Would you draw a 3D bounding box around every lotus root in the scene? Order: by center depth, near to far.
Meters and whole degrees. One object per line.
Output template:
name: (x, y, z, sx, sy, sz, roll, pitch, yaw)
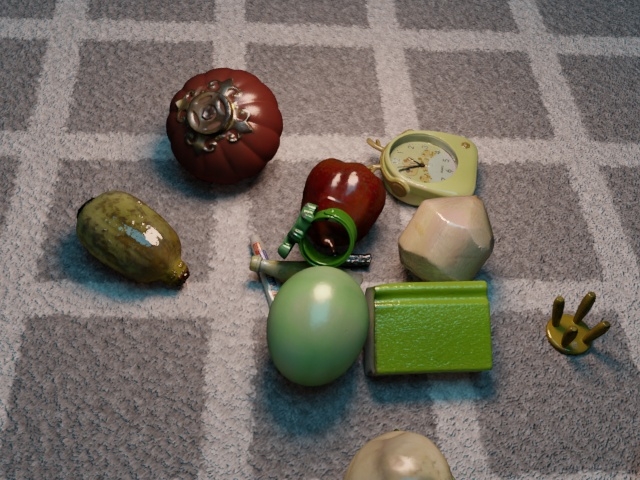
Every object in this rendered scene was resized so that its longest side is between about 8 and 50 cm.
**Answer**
lotus root: (-0.436, -0.001, 1.883, 0.309, 0.173, 0.173, 32, 55, 10)

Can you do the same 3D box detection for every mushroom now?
mushroom: (0.143, 0.518, 1.462, 0.315, 0.356, 0.315, -13, 53, 17)

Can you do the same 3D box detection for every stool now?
stool: (0.593, 0.194, 1.859, 0.135, 0.110, 0.134, 31, 54, 16)

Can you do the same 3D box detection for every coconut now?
coconut: (0.307, -0.004, 1.903, 0.224, 0.224, 0.234, 29, 86, 16)

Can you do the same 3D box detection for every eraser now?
eraser: (0.237, 0.196, 1.788, 0.274, 0.092, 0.210, 1, 79, -6)

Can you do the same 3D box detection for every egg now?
egg: (-0.007, 0.184, 1.732, 0.220, 0.220, 0.270, 18, 62, 9)

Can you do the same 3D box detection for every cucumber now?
cucumber: (0.044, 0.047, 1.964, 0.163, 0.039, 0.043, 0, 30, -8)

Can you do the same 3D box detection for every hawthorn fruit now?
hawthorn fruit: (0.046, -0.075, 1.962, 0.208, 0.208, 0.248, 16, 59, 7)

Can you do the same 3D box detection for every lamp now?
lamp: (-0.246, -0.293, 2.058, 0.303, 0.257, 0.303, -1, 84, 11)

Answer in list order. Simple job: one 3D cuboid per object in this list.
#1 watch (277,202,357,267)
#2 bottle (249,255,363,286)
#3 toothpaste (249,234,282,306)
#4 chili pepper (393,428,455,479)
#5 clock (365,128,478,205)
watch: (0.000, 0.000, 1.850, 0.152, 0.165, 0.131, 30, 16, -2)
bottle: (-0.035, 0.083, 1.888, 0.269, 0.083, 0.083, 15, 51, -1)
toothpaste: (-0.127, 0.079, 1.927, 0.052, 0.033, 0.218, -16, 59, -13)
chili pepper: (0.221, 0.464, 1.642, 0.201, 0.050, 0.052, 43, 98, 29)
clock: (0.264, -0.194, 2.144, 0.308, 0.096, 0.235, 12, 52, 3)
